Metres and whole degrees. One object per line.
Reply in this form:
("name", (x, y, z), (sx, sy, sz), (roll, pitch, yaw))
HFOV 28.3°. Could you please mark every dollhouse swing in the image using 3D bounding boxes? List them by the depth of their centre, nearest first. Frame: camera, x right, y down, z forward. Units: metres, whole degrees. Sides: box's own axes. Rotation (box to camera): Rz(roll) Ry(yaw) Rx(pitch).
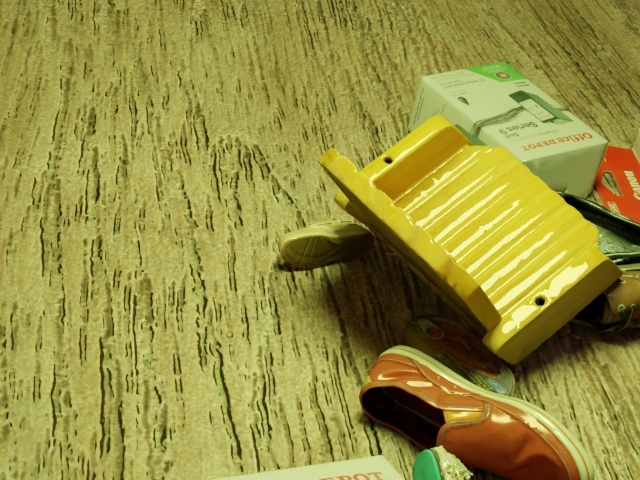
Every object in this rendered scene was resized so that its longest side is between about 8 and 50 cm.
("dollhouse swing", (0.212, -0.051, 1.783), (0.315, 0.305, 0.347), (-38, 62, -14))

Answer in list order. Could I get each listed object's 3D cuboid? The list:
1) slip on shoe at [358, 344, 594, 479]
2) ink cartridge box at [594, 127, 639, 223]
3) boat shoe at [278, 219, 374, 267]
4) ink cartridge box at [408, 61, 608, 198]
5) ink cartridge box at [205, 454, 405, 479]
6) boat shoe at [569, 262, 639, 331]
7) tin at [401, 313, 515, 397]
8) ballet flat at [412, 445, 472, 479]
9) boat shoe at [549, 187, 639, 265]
("slip on shoe", (0.190, 0.244, 1.607), (0.331, 0.123, 0.101), (26, 44, 28))
("ink cartridge box", (0.612, -0.115, 2.295), (0.239, 0.060, 0.275), (7, 35, -11))
("boat shoe", (0.000, 0.000, 1.937), (0.170, 0.063, 0.059), (-3, 34, -37))
("ink cartridge box", (0.329, -0.184, 2.244), (0.211, 0.121, 0.289), (-15, 44, -33))
("ink cartridge box", (0.033, 0.391, 1.234), (0.279, 0.160, 0.385), (-1, 27, -34))
("boat shoe", (0.440, 0.096, 1.913), (0.307, 0.110, 0.104), (9, 37, 12))
("tin", (0.189, 0.173, 1.772), (0.106, 0.040, 0.189), (-9, 40, -35))
("ballet flat", (0.158, 0.341, 1.491), (0.077, 0.091, 0.241), (27, 34, -19))
("boat shoe", (0.376, -0.027, 2.019), (0.340, 0.113, 0.127), (25, 67, 10))
